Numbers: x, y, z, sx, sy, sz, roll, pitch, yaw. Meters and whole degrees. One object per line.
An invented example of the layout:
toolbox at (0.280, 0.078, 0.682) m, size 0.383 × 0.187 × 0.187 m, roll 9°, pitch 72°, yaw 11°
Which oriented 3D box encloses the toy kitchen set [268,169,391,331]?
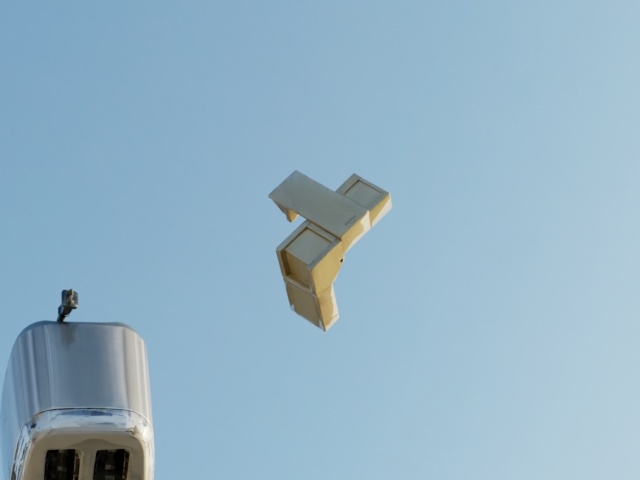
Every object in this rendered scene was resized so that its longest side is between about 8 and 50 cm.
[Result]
toy kitchen set at (0.000, 0.000, 1.010) m, size 0.083 × 0.068 × 0.075 m, roll -44°, pitch -33°, yaw -24°

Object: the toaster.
toaster at (-0.206, 0.172, 1.228) m, size 0.129 × 0.146 × 0.227 m, roll 3°, pitch -58°, yaw -16°
